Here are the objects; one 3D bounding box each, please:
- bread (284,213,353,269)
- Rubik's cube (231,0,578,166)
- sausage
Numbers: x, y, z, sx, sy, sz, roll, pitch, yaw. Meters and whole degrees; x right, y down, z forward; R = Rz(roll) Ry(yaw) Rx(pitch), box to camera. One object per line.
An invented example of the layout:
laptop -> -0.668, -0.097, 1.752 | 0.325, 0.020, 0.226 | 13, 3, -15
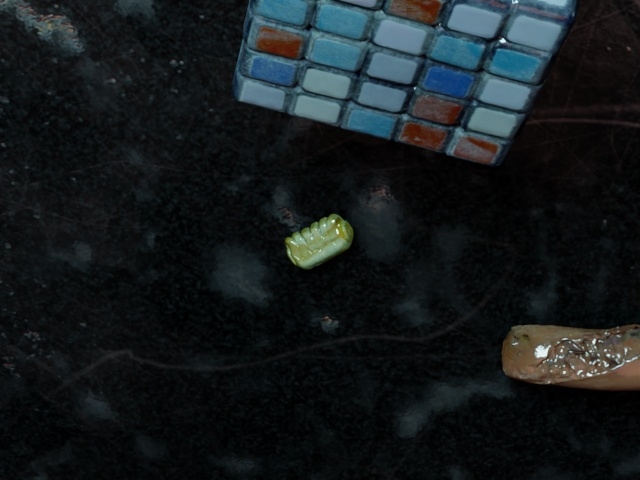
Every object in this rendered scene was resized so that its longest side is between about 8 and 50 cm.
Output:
bread -> 0.000, 0.000, 2.225 | 0.088, 0.034, 0.049 | -31, 102, 21
Rubik's cube -> 0.091, -0.282, 1.802 | 0.287, 0.293, 0.292 | 13, 152, -3
sausage -> 0.378, 0.136, 2.240 | 0.326, 0.087, 0.079 | -2, 138, 9
